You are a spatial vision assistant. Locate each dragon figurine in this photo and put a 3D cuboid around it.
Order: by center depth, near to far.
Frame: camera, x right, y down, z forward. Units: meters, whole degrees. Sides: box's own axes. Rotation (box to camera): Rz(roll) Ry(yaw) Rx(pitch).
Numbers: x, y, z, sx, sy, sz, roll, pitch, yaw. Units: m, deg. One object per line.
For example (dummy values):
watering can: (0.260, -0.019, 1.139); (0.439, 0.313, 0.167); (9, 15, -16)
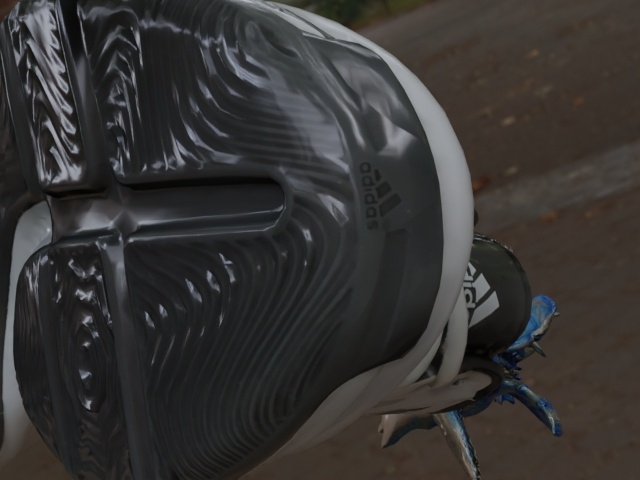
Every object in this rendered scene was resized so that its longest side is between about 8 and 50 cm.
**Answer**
dragon figurine: (0.102, 0.076, 0.914); (0.144, 0.085, 0.289); (-2, 3, -10)

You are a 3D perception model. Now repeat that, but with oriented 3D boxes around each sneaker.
sneaker: (0.000, -0.001, 0.601); (0.257, 0.169, 0.447); (-7, -5, -24)
